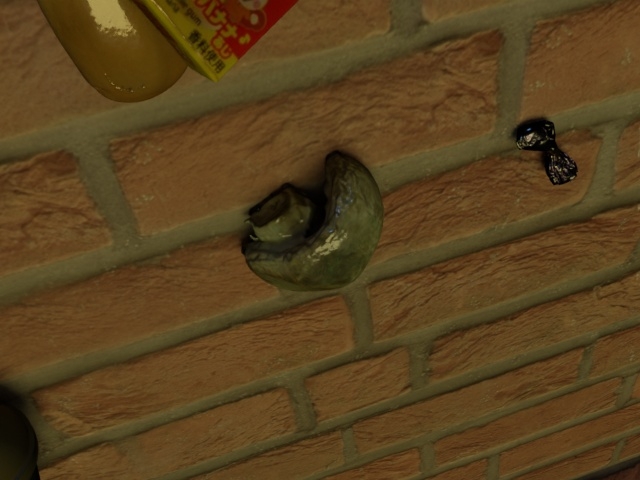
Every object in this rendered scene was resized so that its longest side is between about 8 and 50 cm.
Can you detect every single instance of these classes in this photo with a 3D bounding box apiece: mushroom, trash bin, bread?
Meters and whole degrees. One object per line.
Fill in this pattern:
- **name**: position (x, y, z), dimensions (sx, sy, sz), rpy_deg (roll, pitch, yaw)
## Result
- **mushroom**: position (0.002, 0.006, 1.110), dimensions (0.267, 0.164, 0.189), rpy_deg (-35, 134, 11)
- **trash bin**: position (-0.625, 0.424, 1.223), dimensions (0.214, 0.214, 0.333), rpy_deg (-6, 141, -17)
- **bread**: position (-0.248, -0.266, 0.804), dimensions (0.147, 0.098, 0.217), rpy_deg (-27, 137, -1)

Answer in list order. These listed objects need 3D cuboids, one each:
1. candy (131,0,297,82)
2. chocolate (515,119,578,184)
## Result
- **candy**: position (-0.081, -0.331, 0.759), dimensions (0.276, 0.088, 0.146), rpy_deg (-46, 133, -6)
- **chocolate**: position (0.410, -0.161, 1.192), dimensions (0.147, 0.070, 0.072), rpy_deg (36, 83, -42)
